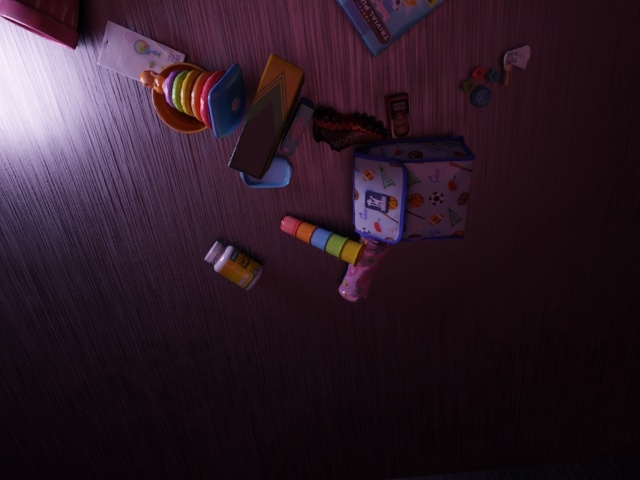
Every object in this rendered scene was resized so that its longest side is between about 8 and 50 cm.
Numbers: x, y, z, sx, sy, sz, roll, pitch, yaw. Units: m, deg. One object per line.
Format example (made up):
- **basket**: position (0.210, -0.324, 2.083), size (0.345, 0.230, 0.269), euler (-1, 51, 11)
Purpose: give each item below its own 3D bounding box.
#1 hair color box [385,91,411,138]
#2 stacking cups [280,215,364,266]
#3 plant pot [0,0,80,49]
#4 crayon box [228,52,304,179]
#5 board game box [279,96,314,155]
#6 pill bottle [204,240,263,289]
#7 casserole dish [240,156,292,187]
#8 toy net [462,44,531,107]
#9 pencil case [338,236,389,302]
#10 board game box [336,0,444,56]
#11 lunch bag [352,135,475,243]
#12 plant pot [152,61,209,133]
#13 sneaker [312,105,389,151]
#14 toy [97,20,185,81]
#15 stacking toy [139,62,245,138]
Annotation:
- **hair color box**: position (0.267, -0.428, 1.443), size (0.072, 0.043, 0.141), euler (-13, 115, -5)
- **stacking cups**: position (0.000, 0.000, 1.561), size (0.317, 0.096, 0.095), euler (21, 114, 14)
- **plant pot**: position (-0.803, -0.694, 1.238), size (0.202, 0.201, 0.180), euler (22, 96, -11)
- **crayon box**: position (-0.151, -0.371, 1.272), size (0.106, 0.363, 0.312), euler (22, 105, -9)
- **board game box**: position (-0.075, -0.376, 1.373), size (0.047, 0.210, 0.160), euler (25, 112, -12)
- **pill bottle**: position (-0.336, 0.094, 1.632), size (0.209, 0.117, 0.117), euler (35, 109, -15)
- **casserole dish**: position (-0.195, -0.251, 1.523), size (0.189, 0.037, 0.114), euler (-1, 115, 0)
- **toy net**: position (0.582, -0.559, 1.397), size (0.122, 0.045, 0.232), euler (40, 106, -15)
- **pencil case**: position (0.170, 0.104, 1.644), size (0.124, 0.124, 0.283), euler (18, 112, -9)
- **board game box**: position (0.229, -0.774, 1.271), size (0.336, 0.079, 0.253), euler (-36, 110, 14)
- **lunch bag**: position (0.304, -0.169, 1.456), size (0.386, 0.238, 0.327), euler (-1, 121, 3)
- **plant pot**: position (-0.401, -0.460, 1.341), size (0.205, 0.188, 0.204), euler (0, 114, 0)
- **sneaker**: position (0.096, -0.368, 1.445), size (0.277, 0.097, 0.135), euler (5, 136, -18)
- **toy**: position (-0.570, -0.583, 1.356), size (0.238, 0.056, 0.136), euler (20, 109, -15)
- **stacking toy**: position (-0.374, -0.420, 1.186), size (0.302, 0.175, 0.165), euler (18, 146, 8)
